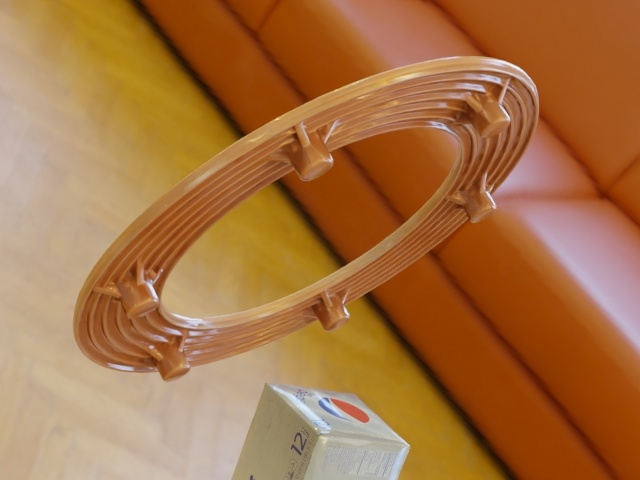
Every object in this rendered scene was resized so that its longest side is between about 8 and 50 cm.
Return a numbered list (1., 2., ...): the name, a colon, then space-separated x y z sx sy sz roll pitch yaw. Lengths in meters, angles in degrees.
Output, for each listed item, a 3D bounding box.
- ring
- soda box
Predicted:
1. ring: 0.000 0.000 0.929 0.336 0.336 0.032 -3 58 -51
2. soda box: -0.032 0.263 1.146 0.091 0.286 0.098 11 14 -33
